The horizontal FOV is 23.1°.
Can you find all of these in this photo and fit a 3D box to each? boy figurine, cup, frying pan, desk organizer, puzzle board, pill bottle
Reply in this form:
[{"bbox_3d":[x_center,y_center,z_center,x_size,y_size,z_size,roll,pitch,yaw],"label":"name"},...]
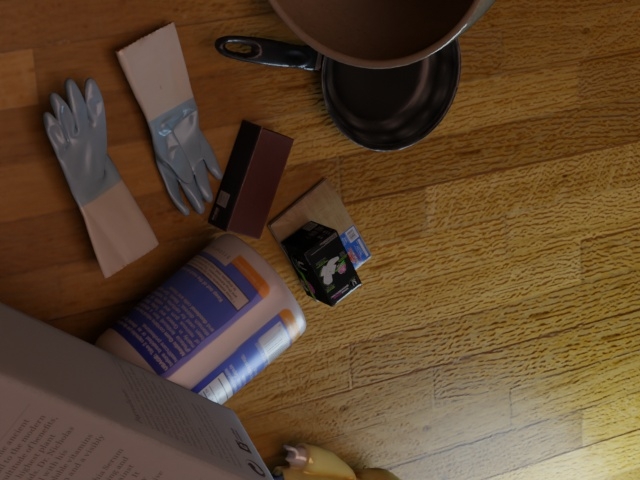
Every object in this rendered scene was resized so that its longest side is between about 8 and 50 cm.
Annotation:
[{"bbox_3d":[-0.016,0.343,1.980,0.285,0.092,0.177,2,100,-28],"label":"boy figurine"},{"bbox_3d":[0.109,-0.379,1.748,0.237,0.331,0.331,-27,119,-50],"label":"cup"},{"bbox_3d":[0.026,-0.189,1.878,0.326,0.053,0.197,-18,112,-23],"label":"frying pan"},{"bbox_3d":[-0.082,-0.071,1.850,0.050,0.047,0.130,17,95,-35],"label":"desk organizer"},{"bbox_3d":[0.000,0.000,1.939,0.096,0.011,0.128,-40,120,-16],"label":"puzzle board"},{"bbox_3d":[-0.162,0.131,1.796,0.272,0.152,0.152,-40,120,-15],"label":"pill bottle"}]

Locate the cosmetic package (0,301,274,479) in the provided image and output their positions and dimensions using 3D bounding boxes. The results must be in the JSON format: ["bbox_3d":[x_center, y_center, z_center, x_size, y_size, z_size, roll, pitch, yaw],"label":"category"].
[{"bbox_3d":[-0.285,0.224,1.577,0.453,0.161,0.230,31,104,-39],"label":"cosmetic package"}]

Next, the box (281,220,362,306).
[{"bbox_3d":[0.001,0.028,1.903,0.052,0.062,0.083,-36,118,-20],"label":"box"}]

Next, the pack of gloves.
[{"bbox_3d":[-0.217,-0.105,1.776,0.195,0.046,0.232,-35,122,-31],"label":"pack of gloves"}]
